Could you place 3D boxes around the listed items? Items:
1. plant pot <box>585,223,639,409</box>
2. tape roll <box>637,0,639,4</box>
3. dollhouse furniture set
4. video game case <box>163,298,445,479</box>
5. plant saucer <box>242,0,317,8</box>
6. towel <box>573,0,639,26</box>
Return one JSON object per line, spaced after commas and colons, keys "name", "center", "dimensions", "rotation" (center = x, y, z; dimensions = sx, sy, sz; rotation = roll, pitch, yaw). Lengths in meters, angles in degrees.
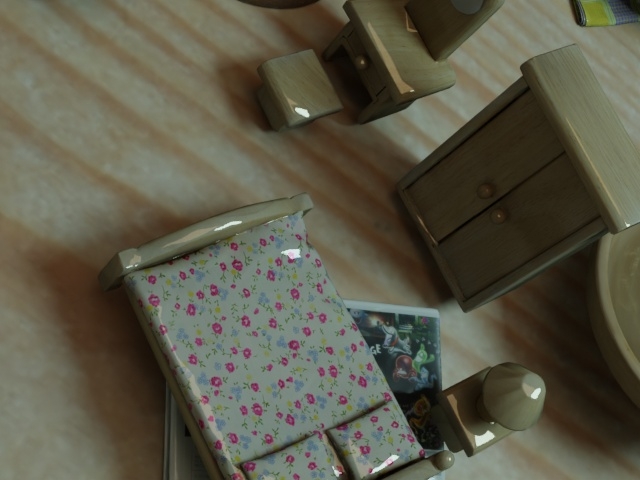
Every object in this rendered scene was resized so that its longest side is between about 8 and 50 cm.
{"name": "plant pot", "center": [0.295, 0.060, 0.894], "dimensions": [0.237, 0.110, 0.237], "rotation": [3, 64, -7]}
{"name": "tape roll", "center": [0.333, -0.275, 1.003], "dimensions": [0.219, 0.072, 0.219], "rotation": [-10, 108, -33]}
{"name": "dollhouse furniture set", "center": [0.000, 0.000, 0.719], "dimensions": [0.355, 0.174, 0.303], "rotation": [-21, 79, -33]}
{"name": "video game case", "center": [-0.007, 0.120, 0.791], "dimensions": [0.190, 0.022, 0.173], "rotation": [7, 72, -24]}
{"name": "plant saucer", "center": [-0.039, -0.247, 0.882], "dimensions": [0.168, 0.029, 0.168], "rotation": [8, 71, -24]}
{"name": "towel", "center": [0.236, -0.204, 1.020], "dimensions": [0.083, 0.009, 0.060], "rotation": [-8, 78, -29]}
